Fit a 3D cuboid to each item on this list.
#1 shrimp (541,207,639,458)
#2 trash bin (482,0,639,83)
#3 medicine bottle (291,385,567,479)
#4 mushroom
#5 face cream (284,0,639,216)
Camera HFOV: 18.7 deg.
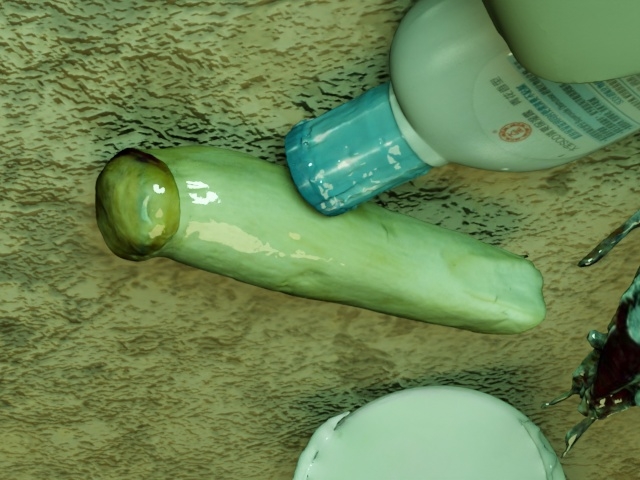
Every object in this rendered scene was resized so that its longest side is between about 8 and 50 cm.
[{"bbox_3d":[0.289,-0.019,1.146,0.166,0.221,0.410,-4,141,-44],"label":"shrimp"},{"bbox_3d":[0.134,-0.208,0.854,0.219,0.220,0.250,-11,152,11],"label":"trash bin"},{"bbox_3d":[0.116,0.288,1.557,0.213,0.214,0.379,-11,144,9],"label":"medicine bottle"},{"bbox_3d":[0.000,0.000,1.239,0.312,0.081,0.100,14,178,-28],"label":"mushroom"},{"bbox_3d":[0.130,-0.104,1.103,0.336,0.080,0.163,-26,141,28],"label":"face cream"}]
